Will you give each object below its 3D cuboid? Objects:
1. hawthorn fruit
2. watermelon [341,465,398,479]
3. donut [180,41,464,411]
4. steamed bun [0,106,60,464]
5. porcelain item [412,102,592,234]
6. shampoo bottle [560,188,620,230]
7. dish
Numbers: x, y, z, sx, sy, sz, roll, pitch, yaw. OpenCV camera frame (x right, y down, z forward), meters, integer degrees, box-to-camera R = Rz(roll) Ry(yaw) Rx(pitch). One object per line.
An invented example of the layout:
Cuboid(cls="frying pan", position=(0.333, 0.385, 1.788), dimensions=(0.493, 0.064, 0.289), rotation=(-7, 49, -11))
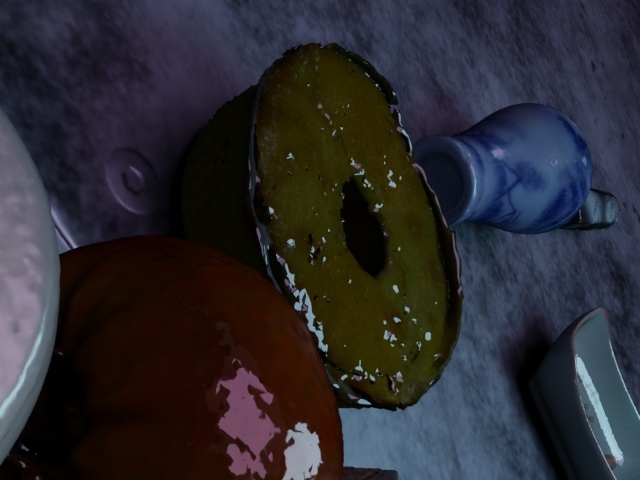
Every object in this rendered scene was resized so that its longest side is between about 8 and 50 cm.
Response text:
Cuboid(cls="hawthorn fruit", position=(-0.068, 0.097, 0.488), dimensions=(0.225, 0.196, 0.196), rotation=(29, 48, -62))
Cuboid(cls="watermelon", position=(-0.007, 0.202, 0.594), dimensions=(0.241, 0.154, 0.094), rotation=(-32, 134, -66))
Cuboid(cls="donut", position=(0.000, 0.000, 0.715), dimensions=(0.272, 0.107, 0.272), rotation=(25, 57, -47))
Cuboid(cls="steamed bun", position=(-0.218, 0.019, 0.348), dimensions=(0.232, 0.145, 0.232), rotation=(17, 62, -34))
Cuboid(cls="porcelain item", position=(0.189, -0.071, 0.998), dimensions=(0.259, 0.141, 0.141), rotation=(-9, 79, -47))
Cuboid(cls="shampoo bottle", position=(0.315, -0.039, 1.220), dimensions=(0.208, 0.057, 0.063), rotation=(2, 77, -52))
Cuboid(cls="dish", position=(0.293, 0.194, 1.035), dimensions=(0.151, 0.077, 0.212), rotation=(-31, 97, -58))
